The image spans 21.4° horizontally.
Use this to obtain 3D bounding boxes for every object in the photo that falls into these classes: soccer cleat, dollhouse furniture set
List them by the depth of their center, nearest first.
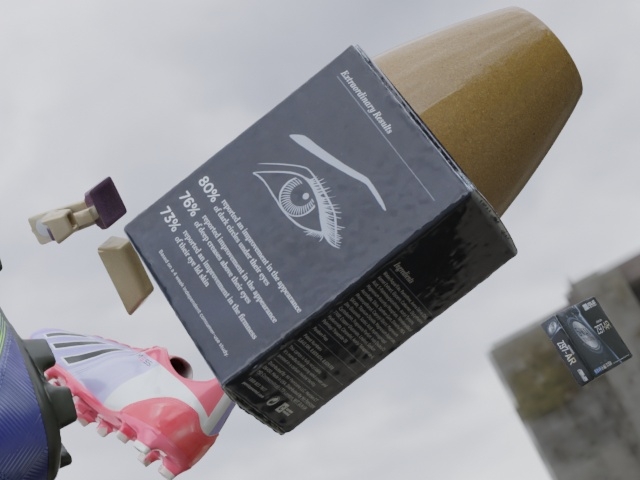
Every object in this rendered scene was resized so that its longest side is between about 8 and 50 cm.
[{"bbox_3d":[-0.251,0.049,1.032,0.121,0.289,0.093,-14,-44,-28],"label":"soccer cleat"},{"bbox_3d":[-0.205,0.022,1.426,0.081,0.114,0.091,-18,15,27],"label":"dollhouse furniture set"},{"bbox_3d":[-0.162,0.119,1.428,0.095,0.248,0.083,-45,-53,-16],"label":"soccer cleat"}]

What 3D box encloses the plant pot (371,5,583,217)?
[{"bbox_3d":[0.126,-0.112,1.673,0.254,0.237,0.237,-39,-19,-10],"label":"plant pot"}]

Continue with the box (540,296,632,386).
[{"bbox_3d":[0.239,0.090,1.518,0.018,0.067,0.083,-38,-12,34],"label":"box"}]

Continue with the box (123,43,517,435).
[{"bbox_3d":[0.000,0.000,1.130,0.207,0.153,0.108,-37,-32,4],"label":"box"}]
